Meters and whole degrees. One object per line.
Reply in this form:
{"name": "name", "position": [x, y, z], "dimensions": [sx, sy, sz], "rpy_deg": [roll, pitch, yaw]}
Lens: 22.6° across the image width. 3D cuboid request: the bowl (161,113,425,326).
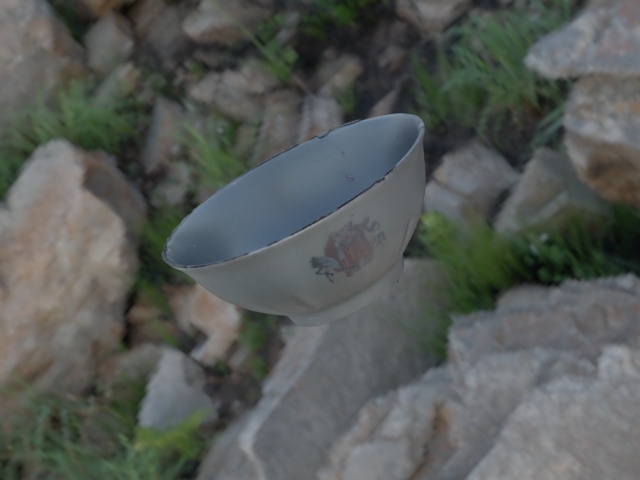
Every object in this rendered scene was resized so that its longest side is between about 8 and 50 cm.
{"name": "bowl", "position": [0.000, 0.000, 1.030], "dimensions": [0.189, 0.086, 0.189], "rpy_deg": [-26, 17, 9]}
